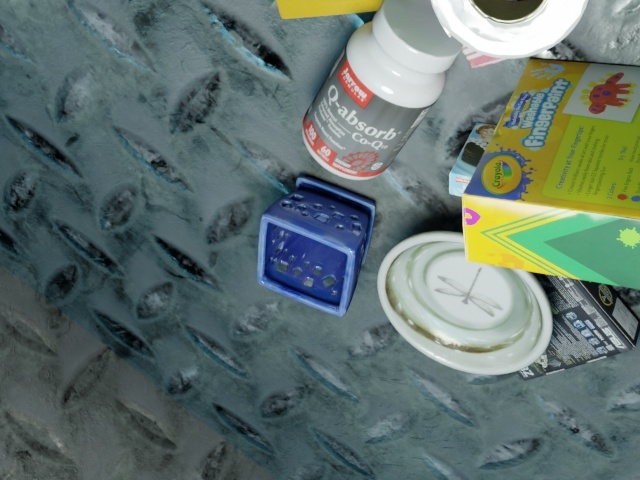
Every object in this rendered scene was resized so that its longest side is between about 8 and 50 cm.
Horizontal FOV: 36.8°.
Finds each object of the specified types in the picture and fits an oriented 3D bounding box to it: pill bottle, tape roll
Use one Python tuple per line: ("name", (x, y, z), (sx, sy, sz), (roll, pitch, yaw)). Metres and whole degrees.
("pill bottle", (0.119, -0.302, 1.909), (0.210, 0.210, 0.363), (33, 138, -1))
("tape roll", (0.333, -0.467, 1.688), (0.286, 0.100, 0.286), (11, 127, 14))

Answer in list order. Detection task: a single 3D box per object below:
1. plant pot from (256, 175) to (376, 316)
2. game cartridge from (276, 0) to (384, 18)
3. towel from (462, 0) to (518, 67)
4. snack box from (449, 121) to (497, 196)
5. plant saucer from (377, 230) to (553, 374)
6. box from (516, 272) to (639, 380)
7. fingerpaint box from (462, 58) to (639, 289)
("plant pot", (0.000, 0.000, 2.257), (0.236, 0.212, 0.236), (20, 136, 12))
("game cartridge", (0.004, -0.586, 1.841), (0.285, 0.052, 0.323), (3, 132, 28))
("towel", (0.310, -0.429, 1.821), (0.144, 0.029, 0.197), (-13, 118, 37))
("snack box", (0.435, -0.134, 1.899), (0.322, 0.187, 0.060), (13, 134, 19))
("plant saucer", (0.325, 0.120, 2.128), (0.401, 0.100, 0.400), (18, 135, 18))
("box", (0.477, 0.127, 2.182), (0.395, 0.097, 0.318), (47, 134, -14))
("fingerpaint box", (0.490, -0.127, 1.684), (0.371, 0.444, 0.163), (9, 133, 22))
